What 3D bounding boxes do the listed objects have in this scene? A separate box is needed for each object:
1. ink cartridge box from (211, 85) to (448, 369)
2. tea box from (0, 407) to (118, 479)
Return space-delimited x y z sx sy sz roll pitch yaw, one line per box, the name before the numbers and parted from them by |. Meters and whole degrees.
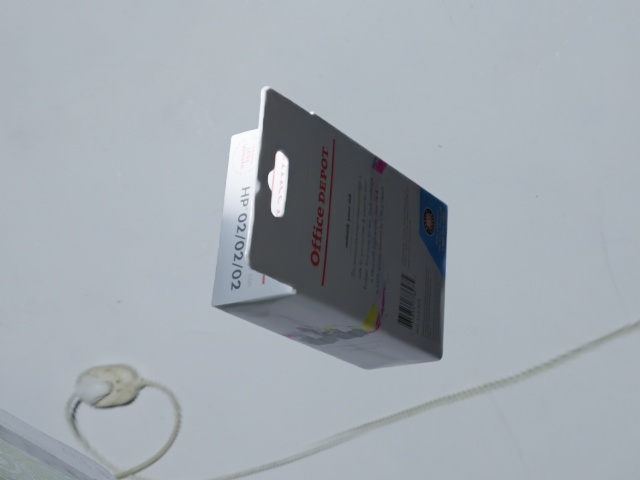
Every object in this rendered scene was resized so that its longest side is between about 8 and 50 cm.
ink cartridge box | 0.000 0.000 0.586 0.062 0.181 0.104 -12 64 35
tea box | -0.195 0.261 0.457 0.324 0.220 0.329 24 74 47
